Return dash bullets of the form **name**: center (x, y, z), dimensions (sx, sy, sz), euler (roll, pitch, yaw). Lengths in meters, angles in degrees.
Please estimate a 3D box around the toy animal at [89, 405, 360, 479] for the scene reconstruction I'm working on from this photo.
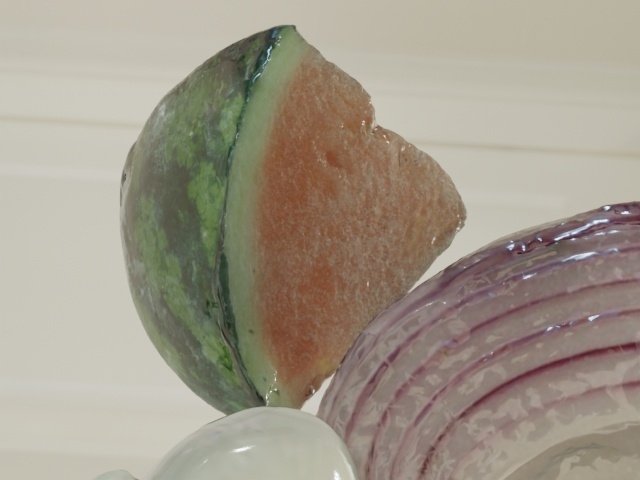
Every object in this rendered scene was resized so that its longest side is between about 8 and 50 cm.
- **toy animal**: center (-0.066, 0.139, 0.383), dimensions (0.174, 0.289, 0.249), euler (-127, -121, -81)

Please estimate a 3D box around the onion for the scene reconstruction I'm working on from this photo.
- **onion**: center (0.148, 0.083, 0.774), dimensions (0.227, 0.283, 0.120), euler (59, 20, 0)

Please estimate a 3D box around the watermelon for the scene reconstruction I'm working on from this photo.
- **watermelon**: center (-0.014, -0.001, 1.077), dimensions (0.136, 0.202, 0.207), euler (76, -1, -75)
